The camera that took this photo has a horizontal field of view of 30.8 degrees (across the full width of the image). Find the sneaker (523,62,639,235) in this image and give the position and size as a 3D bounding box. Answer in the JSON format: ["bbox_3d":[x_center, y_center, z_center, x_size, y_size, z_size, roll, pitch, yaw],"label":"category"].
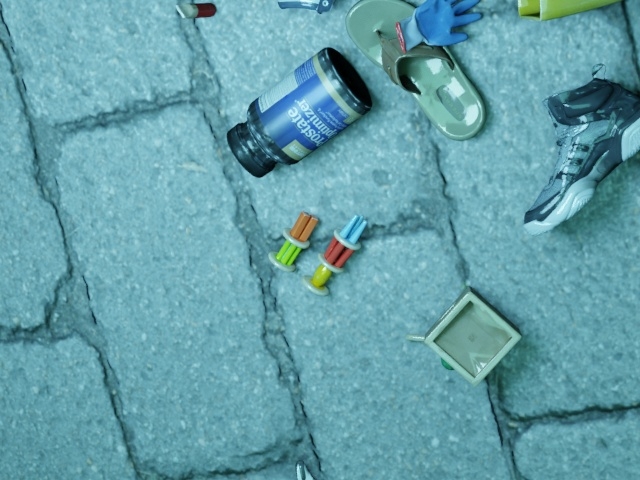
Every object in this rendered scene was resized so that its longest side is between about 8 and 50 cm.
[{"bbox_3d":[0.374,-0.141,1.763,0.153,0.101,0.268,44,104,2],"label":"sneaker"}]

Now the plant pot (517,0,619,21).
[{"bbox_3d":[0.382,-0.427,1.646,0.187,0.212,0.212,-5,102,2],"label":"plant pot"}]

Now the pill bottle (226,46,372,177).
[{"bbox_3d":[-0.037,-0.197,1.843,0.219,0.123,0.123,-35,92,19],"label":"pill bottle"}]

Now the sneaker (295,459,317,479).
[{"bbox_3d":[-0.014,0.431,2.033,0.043,0.040,0.109,-20,101,2],"label":"sneaker"}]

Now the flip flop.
[{"bbox_3d":[0.149,-0.267,1.799,0.112,0.080,0.277,-39,91,19],"label":"flip flop"}]

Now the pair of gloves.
[{"bbox_3d":[0.160,-0.383,1.748,0.159,0.023,0.198,-27,106,-25],"label":"pair of gloves"}]

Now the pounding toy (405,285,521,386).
[{"bbox_3d":[0.228,0.156,1.881,0.130,0.100,0.141,41,99,2],"label":"pounding toy"}]

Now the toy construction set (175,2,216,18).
[{"bbox_3d":[-0.222,-0.491,1.762,0.257,0.237,0.309,-9,101,17],"label":"toy construction set"}]

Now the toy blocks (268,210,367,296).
[{"bbox_3d":[0.000,0.000,1.915,0.123,0.054,0.148,35,109,4],"label":"toy blocks"}]

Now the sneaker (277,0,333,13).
[{"bbox_3d":[0.044,-0.442,1.779,0.282,0.099,0.153,-15,106,12],"label":"sneaker"}]
